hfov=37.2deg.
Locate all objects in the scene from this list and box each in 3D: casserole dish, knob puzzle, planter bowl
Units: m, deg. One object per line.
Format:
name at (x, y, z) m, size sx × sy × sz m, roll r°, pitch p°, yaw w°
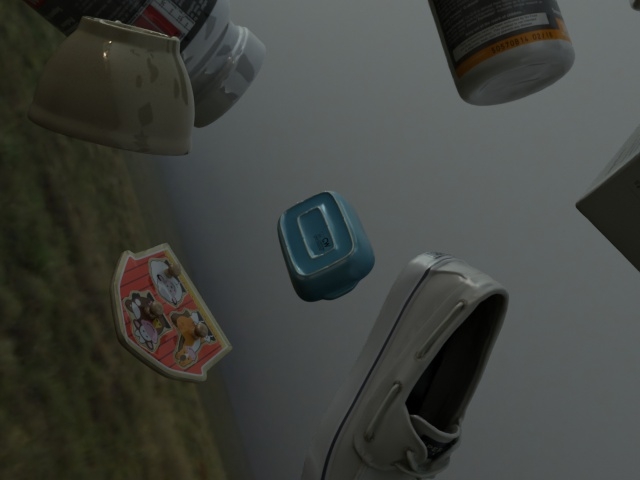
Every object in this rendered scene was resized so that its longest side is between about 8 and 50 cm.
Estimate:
casserole dish at (0.000, 0.000, 1.235) m, size 0.037 × 0.114 × 0.188 m, roll 58°, pitch 8°, yaw -42°
knob puzzle at (-0.192, 0.093, 1.197) m, size 0.213 × 0.030 × 0.213 m, roll 44°, pitch 28°, yaw -31°
planter bowl at (-0.195, -0.156, 0.929) m, size 0.162 × 0.162 × 0.109 m, roll -130°, pitch -128°, yaw -68°

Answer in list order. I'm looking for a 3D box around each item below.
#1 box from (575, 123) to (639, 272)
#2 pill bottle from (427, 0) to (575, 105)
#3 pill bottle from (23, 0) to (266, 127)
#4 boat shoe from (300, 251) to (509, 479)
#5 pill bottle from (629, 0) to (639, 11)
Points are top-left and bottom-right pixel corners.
box at (0.281, -0.025, 0.577) m, size 0.181 × 0.182 × 0.119 m, roll 46°, pitch -47°, yaw 2°
pill bottle at (0.224, -0.335, 1.274) m, size 0.162 × 0.162 × 0.278 m, roll 110°, pitch -34°, yaw -76°
pill bottle at (-0.266, -0.345, 1.412) m, size 0.363 × 0.210 × 0.210 m, roll 40°, pitch 7°, yaw -27°
boat shoe at (0.070, 0.143, 0.749) m, size 0.096 × 0.267 × 0.088 m, roll 27°, pitch -1°, yaw -40°
pill bottle at (0.494, -0.319, 1.133) m, size 0.124 × 0.221 × 0.124 m, roll 11°, pitch 90°, yaw -85°
